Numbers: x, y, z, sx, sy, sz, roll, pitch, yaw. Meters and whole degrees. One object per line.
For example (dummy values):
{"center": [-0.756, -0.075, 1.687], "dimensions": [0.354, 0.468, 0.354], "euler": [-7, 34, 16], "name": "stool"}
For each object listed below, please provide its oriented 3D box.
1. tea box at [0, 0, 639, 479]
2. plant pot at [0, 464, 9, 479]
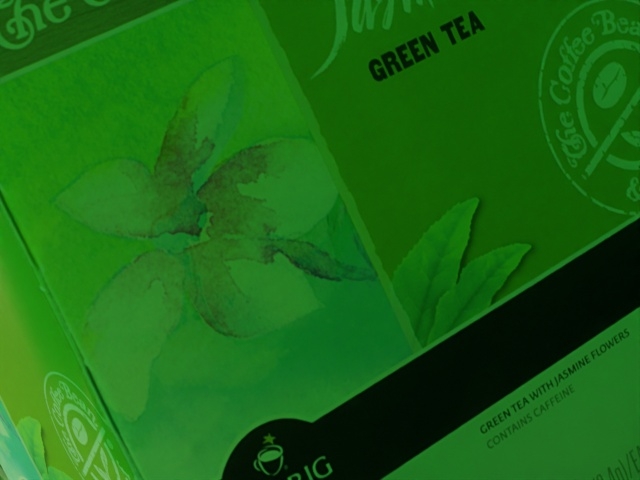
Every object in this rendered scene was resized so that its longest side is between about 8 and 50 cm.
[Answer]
{"center": [0.000, 0.000, 0.652], "dimensions": [0.329, 0.323, 0.220], "euler": [-30, 8, -27], "name": "tea box"}
{"center": [-0.099, 0.135, 0.892], "dimensions": [0.290, 0.290, 0.195], "euler": [5, -44, -16], "name": "plant pot"}
